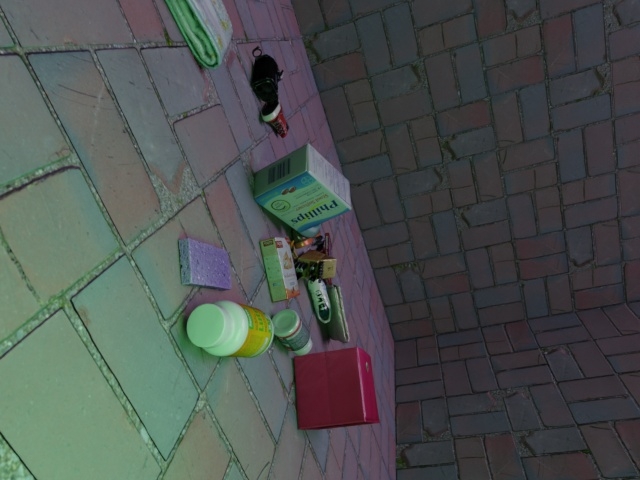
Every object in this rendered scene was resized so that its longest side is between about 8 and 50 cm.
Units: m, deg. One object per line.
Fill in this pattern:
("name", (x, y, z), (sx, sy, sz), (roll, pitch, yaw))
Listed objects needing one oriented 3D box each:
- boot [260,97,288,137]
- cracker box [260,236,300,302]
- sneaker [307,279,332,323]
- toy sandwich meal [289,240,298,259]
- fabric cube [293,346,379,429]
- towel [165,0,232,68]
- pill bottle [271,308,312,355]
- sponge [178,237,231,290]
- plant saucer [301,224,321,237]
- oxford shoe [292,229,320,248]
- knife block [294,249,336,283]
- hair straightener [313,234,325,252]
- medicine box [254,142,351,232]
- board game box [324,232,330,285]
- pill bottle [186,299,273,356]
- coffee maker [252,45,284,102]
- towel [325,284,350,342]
("boot", (-0.197, -0.538, 2.054), (0.244, 0.089, 0.176), (-86, 159, -59))
("cracker box", (-0.149, 0.106, 1.687), (0.156, 0.067, 0.232), (0, 77, -76))
("sneaker", (0.002, 0.272, 2.063), (0.086, 0.085, 0.237), (-132, -157, -68))
("toy sandwich meal", (-0.117, 0.039, 1.943), (0.085, 0.029, 0.085), (-13, 90, -76))
("fabric cube", (0.065, 0.568, 1.702), (0.254, 0.259, 0.258), (52, 28, -61))
("towel", (-0.406, -0.795, 1.476), (0.320, 0.090, 0.374), (-86, 158, -48))
("pill bottle", (-0.097, 0.334, 1.601), (0.180, 0.108, 0.108), (62, 20, -44))
("sponge", (-0.304, 0.069, 1.202), (0.210, 0.031, 0.117), (33, 45, -70))
("plant saucer", (-0.087, -0.162, 2.029), (0.317, 0.044, 0.317), (42, 32, -35))
("oxford shoe", (-0.067, -0.048, 2.093), (0.271, 0.097, 0.098), (-55, 124, -71))
("knife block", (-0.064, 0.114, 1.970), (0.276, 0.242, 0.088), (21, -71, 55))
("hair straightener", (0.000, 0.000, 2.389), (0.230, 0.047, 0.089), (-46, 121, -73))
("medicine box", (-0.065, -0.194, 1.748), (0.289, 0.264, 0.149), (37, 41, -43))
("board game box", (0.043, 0.115, 2.398), (0.145, 0.027, 0.281), (78, 11, -57))
("pill bottle", (-0.227, 0.226, 1.140), (0.246, 0.136, 0.136), (41, 38, -66))
("coffee maker", (-0.253, -0.730, 1.993), (0.171, 0.120, 0.178), (32, 40, -37))
("towel", (0.066, 0.347, 2.145), (0.187, 0.049, 0.282), (163, -84, -70))
